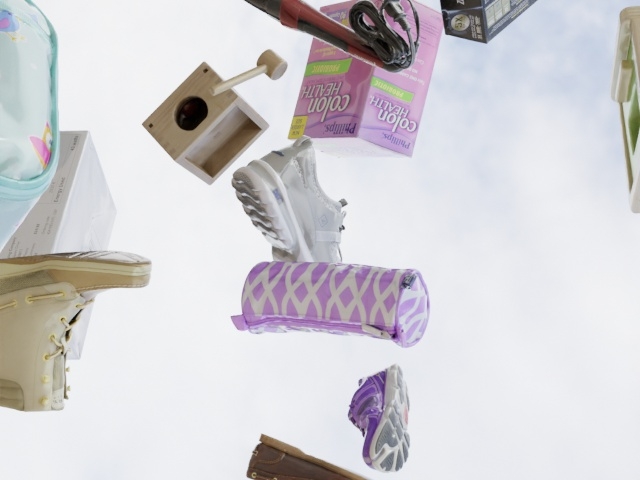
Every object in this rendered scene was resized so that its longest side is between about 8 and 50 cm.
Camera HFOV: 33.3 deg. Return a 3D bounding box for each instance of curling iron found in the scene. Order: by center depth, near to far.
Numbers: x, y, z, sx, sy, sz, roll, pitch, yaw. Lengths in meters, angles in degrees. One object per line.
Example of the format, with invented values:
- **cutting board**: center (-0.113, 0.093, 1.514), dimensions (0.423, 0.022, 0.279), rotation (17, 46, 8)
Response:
- **curling iron**: center (-0.024, -0.221, 0.962), dimensions (0.274, 0.035, 0.068), rotation (28, -59, 25)

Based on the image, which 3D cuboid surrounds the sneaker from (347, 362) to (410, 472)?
- **sneaker**: center (0.063, 0.209, 1.224), dimensions (0.071, 0.068, 0.170), rotation (-16, -159, 14)

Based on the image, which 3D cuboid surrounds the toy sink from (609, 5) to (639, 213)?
- **toy sink**: center (0.387, -0.167, 1.154), dimensions (0.131, 0.153, 0.234), rotation (-1, -118, 8)

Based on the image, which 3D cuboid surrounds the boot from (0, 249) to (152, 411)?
- **boot**: center (-0.333, 0.118, 1.388), dimensions (0.262, 0.095, 0.203), rotation (-4, -88, 14)

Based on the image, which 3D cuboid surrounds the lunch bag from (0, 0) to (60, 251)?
- **lunch bag**: center (-0.291, -0.116, 0.619), dimensions (0.108, 0.279, 0.224), rotation (-43, -143, 30)

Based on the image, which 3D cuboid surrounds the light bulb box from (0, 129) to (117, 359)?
- **light bulb box**: center (-0.580, 0.006, 1.847), dimensions (0.225, 0.361, 0.358), rotation (83, 10, -48)

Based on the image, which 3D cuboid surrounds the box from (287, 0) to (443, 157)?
- **box**: center (0.072, -0.266, 1.764), dimensions (0.213, 0.117, 0.243), rotation (8, -97, 57)

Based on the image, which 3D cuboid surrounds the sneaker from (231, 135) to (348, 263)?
- **sneaker**: center (0.000, 0.000, 1.305), dimensions (0.115, 0.281, 0.105), rotation (-38, -138, -17)

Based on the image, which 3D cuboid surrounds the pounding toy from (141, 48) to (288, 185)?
- **pounding toy**: center (-0.145, -0.202, 1.500), dimensions (0.206, 0.181, 0.094), rotation (-45, -112, 4)

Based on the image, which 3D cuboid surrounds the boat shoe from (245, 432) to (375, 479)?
- **boat shoe**: center (-0.005, 0.340, 1.504), dimensions (0.207, 0.073, 0.073), rotation (18, -104, 18)

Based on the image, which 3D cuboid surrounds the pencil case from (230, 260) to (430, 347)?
- **pencil case**: center (0.015, 0.069, 1.120), dimensions (0.206, 0.086, 0.088), rotation (2, -133, 31)

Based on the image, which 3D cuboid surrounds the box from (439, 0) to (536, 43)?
- **box**: center (0.247, -0.390, 1.512), dimensions (0.077, 0.180, 0.147), rotation (22, -38, 38)
